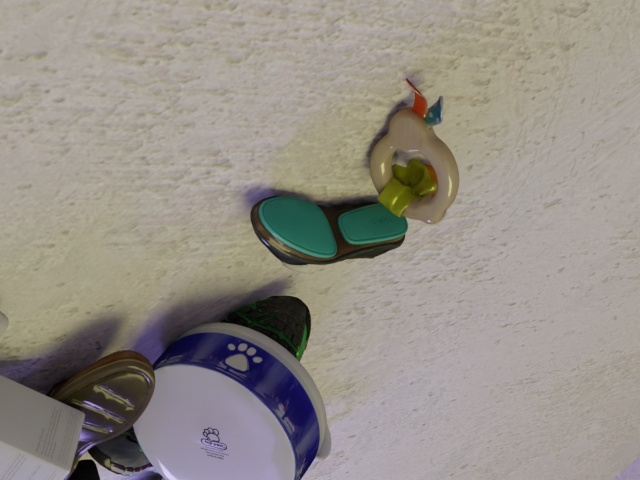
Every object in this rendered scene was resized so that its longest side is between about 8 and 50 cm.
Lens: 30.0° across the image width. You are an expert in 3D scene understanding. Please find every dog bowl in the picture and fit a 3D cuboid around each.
[{"bbox_3d":[-0.130,0.253,1.683,0.265,0.265,0.104,-56,177,39],"label":"dog bowl"}]

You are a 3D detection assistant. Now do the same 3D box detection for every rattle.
[{"bbox_3d":[0.147,-0.132,1.539,0.142,0.130,0.200,-22,125,-35],"label":"rattle"}]

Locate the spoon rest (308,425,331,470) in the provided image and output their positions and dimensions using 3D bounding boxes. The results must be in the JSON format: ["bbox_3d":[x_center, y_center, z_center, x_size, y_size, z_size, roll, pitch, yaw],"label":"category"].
[{"bbox_3d":[-0.067,0.356,2.095,0.137,0.084,0.276,-42,149,21],"label":"spoon rest"}]

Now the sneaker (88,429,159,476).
[{"bbox_3d":[-0.272,0.310,1.874,0.098,0.083,0.223,-57,151,7],"label":"sneaker"}]

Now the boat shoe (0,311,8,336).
[{"bbox_3d":[-0.468,0.155,1.427,0.226,0.083,0.076,-34,149,7],"label":"boat shoe"}]

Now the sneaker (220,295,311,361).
[{"bbox_3d":[-0.099,0.198,1.808,0.146,0.134,0.344,-30,158,-47],"label":"sneaker"}]

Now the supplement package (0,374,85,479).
[{"bbox_3d":[-0.411,0.249,1.526,0.179,0.105,0.105,29,124,-19],"label":"supplement package"}]

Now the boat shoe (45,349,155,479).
[{"bbox_3d":[-0.337,0.229,1.645,0.110,0.104,0.307,34,121,-27],"label":"boat shoe"}]

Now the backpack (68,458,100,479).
[{"bbox_3d":[-0.519,0.477,1.758,0.355,0.273,0.290,5,144,-27],"label":"backpack"}]

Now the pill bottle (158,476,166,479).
[{"bbox_3d":[-0.244,0.485,2.036,0.161,0.161,0.283,8,140,-48],"label":"pill bottle"}]

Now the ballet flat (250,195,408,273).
[{"bbox_3d":[0.000,0.000,1.594,0.280,0.095,0.096,2,150,-43],"label":"ballet flat"}]
